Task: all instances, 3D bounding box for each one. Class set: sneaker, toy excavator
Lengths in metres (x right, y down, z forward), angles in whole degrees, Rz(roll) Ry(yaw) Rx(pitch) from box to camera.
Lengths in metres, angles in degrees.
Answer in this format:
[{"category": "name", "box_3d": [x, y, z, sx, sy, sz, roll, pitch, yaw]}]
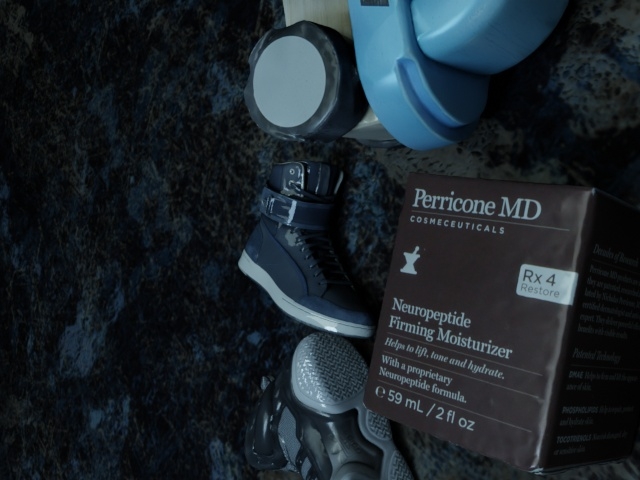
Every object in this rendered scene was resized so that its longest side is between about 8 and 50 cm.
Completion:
[{"category": "sneaker", "box_3d": [-0.002, 0.000, 0.847, 0.226, 0.086, 0.163, 34, 108, 43]}, {"category": "toy excavator", "box_3d": [0.152, -0.313, 0.653, 0.445, 0.222, 0.432, -9, 88, 33]}, {"category": "sneaker", "box_3d": [0.006, 0.243, 0.791, 0.153, 0.101, 0.268, -39, 59, 41]}]

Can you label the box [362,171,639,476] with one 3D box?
[{"category": "box", "box_3d": [0.163, 0.063, 0.620, 0.169, 0.167, 0.203, 10, 89, 44]}]
